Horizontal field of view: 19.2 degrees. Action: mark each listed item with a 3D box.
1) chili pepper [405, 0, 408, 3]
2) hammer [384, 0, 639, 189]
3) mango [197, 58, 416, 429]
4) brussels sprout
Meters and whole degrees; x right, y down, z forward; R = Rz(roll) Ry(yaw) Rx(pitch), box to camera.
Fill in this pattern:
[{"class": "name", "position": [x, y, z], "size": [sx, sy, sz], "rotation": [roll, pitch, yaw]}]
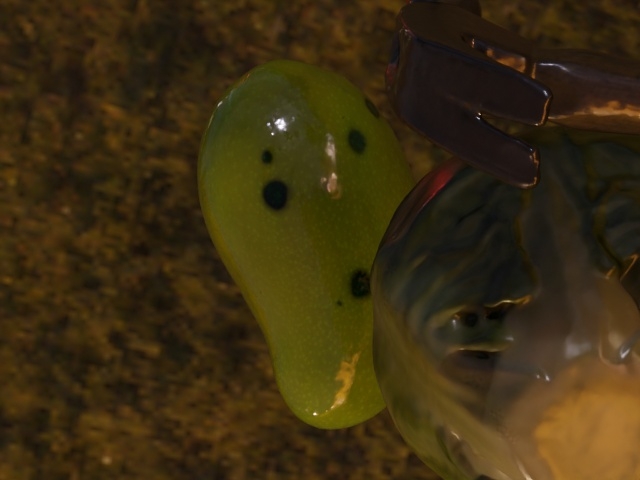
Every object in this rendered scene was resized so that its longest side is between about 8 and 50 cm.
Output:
[{"class": "chili pepper", "position": [0.080, -0.229, 1.261], "size": [0.050, 0.059, 0.268], "rotation": [17, 118, 28]}, {"class": "hammer", "position": [0.245, -0.046, 0.780], "size": [0.168, 0.440, 0.044], "rotation": [-78, -4, -69]}, {"class": "mango", "position": [0.000, 0.000, 1.479], "size": [0.143, 0.175, 0.293], "rotation": [-25, 78, 63]}, {"class": "brussels sprout", "position": [0.138, 0.053, 1.108], "size": [0.219, 0.210, 0.271], "rotation": [-16, 25, 6]}]
